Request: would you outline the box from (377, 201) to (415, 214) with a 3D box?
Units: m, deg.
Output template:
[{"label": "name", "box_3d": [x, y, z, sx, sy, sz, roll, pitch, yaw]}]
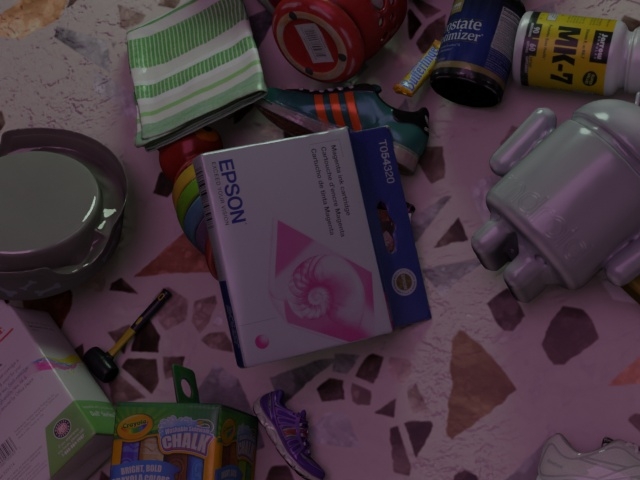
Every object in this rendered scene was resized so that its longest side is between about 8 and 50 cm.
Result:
[{"label": "box", "box_3d": [0.067, -0.011, 1.697, 0.116, 0.029, 0.162, 28, 85, 22]}]

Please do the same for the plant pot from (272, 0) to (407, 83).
[{"label": "plant pot", "box_3d": [0.022, -0.369, 1.700, 0.191, 0.191, 0.174, 23, 55, 21]}]

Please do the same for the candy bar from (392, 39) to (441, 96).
[{"label": "candy bar", "box_3d": [0.172, -0.286, 1.718, 0.040, 0.018, 0.161, 25, 51, 19]}]

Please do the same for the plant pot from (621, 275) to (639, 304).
[{"label": "plant pot", "box_3d": [0.505, 0.068, 1.520, 0.081, 0.081, 0.083, -41, 80, 2]}]

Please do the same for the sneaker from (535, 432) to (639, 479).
[{"label": "sneaker", "box_3d": [0.447, 0.340, 1.447, 0.292, 0.110, 0.118, 5, 67, 17]}]

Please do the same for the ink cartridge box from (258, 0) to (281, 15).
[{"label": "ink cartridge box", "box_3d": [-0.036, -0.573, 1.837, 0.306, 0.131, 0.226, -42, 67, 0]}]

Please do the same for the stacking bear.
[{"label": "stacking bear", "box_3d": [-0.177, -0.083, 1.726, 0.289, 0.175, 0.164, 55, 132, 33]}]

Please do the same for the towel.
[{"label": "towel", "box_3d": [-0.229, -0.312, 1.805, 0.247, 0.038, 0.325, -24, 47, 11]}]

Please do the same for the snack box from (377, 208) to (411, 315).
[{"label": "snack box", "box_3d": [0.104, 0.041, 1.650, 0.064, 0.022, 0.178, 7, 85, -5]}]

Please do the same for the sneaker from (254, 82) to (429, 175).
[{"label": "sneaker", "box_3d": [0.040, -0.212, 1.728, 0.302, 0.108, 0.121, 22, 81, 13]}]

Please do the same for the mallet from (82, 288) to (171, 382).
[{"label": "mallet", "box_3d": [-0.333, 0.153, 1.769, 0.062, 0.039, 0.190, 32, 80, 24]}]

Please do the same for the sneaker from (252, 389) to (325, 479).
[{"label": "sneaker", "box_3d": [-0.041, 0.306, 1.619, 0.071, 0.068, 0.170, -34, 68, -4]}]

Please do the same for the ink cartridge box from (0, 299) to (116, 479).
[{"label": "ink cartridge box", "box_3d": [-0.504, 0.255, 1.731, 0.207, 0.119, 0.353, -44, 68, 9]}]

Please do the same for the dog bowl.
[{"label": "dog bowl", "box_3d": [-0.500, -0.043, 1.761, 0.348, 0.102, 0.349, 1, 47, -1]}]

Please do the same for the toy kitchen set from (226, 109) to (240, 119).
[{"label": "toy kitchen set", "box_3d": [-0.163, -0.276, 1.817, 0.083, 0.075, 0.068, -45, 66, -4]}]

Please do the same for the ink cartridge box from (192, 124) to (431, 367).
[{"label": "ink cartridge box", "box_3d": [0.000, 0.000, 1.566, 0.330, 0.071, 0.324, -13, 89, -17]}]

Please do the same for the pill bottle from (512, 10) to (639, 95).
[{"label": "pill bottle", "box_3d": [0.417, -0.293, 1.626, 0.208, 0.119, 0.119, 10, 78, 19]}]

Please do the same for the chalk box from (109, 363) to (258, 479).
[{"label": "chalk box", "box_3d": [-0.208, 0.340, 1.596, 0.179, 0.180, 0.289, -1, 75, 17]}]

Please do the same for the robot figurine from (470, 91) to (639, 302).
[{"label": "robot figurine", "box_3d": [0.389, -0.067, 1.525, 0.353, 0.200, 0.300, -43, 68, 1]}]

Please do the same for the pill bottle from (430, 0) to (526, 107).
[{"label": "pill bottle", "box_3d": [0.265, -0.338, 1.683, 0.122, 0.123, 0.219, 13, 78, 20]}]
